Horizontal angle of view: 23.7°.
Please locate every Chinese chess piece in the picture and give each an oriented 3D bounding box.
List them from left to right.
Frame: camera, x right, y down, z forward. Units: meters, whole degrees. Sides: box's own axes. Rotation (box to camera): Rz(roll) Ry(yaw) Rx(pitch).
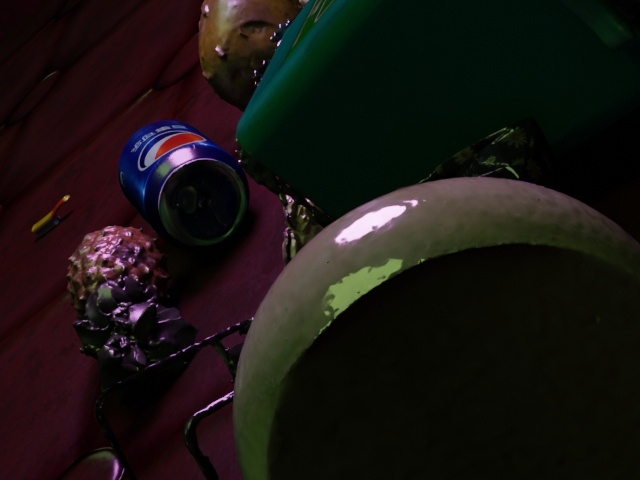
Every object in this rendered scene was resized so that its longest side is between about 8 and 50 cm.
[{"bbox_3d":[0.078,0.088,0.809,0.250,0.250,0.101,-42,24,9],"label":"Chinese chess piece"}]

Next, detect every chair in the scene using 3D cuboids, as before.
[{"bbox_3d":[-0.019,0.119,1.081,0.221,0.145,0.140,-37,23,-29],"label":"chair"}]

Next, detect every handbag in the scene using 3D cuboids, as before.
[{"bbox_3d":[0.107,-0.008,1.075,0.139,0.115,0.072,-18,34,21],"label":"handbag"}]

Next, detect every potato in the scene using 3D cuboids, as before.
[{"bbox_3d":[-0.050,-0.280,1.781,0.141,0.176,0.298,3,52,29],"label":"potato"}]

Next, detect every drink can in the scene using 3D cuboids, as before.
[{"bbox_3d":[-0.149,-0.061,1.660,0.118,0.118,0.205,-47,23,-2],"label":"drink can"}]

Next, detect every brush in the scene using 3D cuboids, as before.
[{"bbox_3d":[-0.374,-0.035,2.142,0.083,0.021,0.019,-41,20,27],"label":"brush"}]

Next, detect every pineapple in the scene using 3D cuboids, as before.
[{"bbox_3d":[-0.195,0.074,1.533,0.237,0.111,0.119,-113,37,-57],"label":"pineapple"}]

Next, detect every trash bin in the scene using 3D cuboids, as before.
[{"bbox_3d":[0.137,-0.164,1.161,0.381,0.295,0.259,-41,19,43],"label":"trash bin"}]

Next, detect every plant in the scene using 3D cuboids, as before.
[{"bbox_3d":[0.000,0.000,1.310,0.117,0.104,0.122,-65,18,-3],"label":"plant"}]

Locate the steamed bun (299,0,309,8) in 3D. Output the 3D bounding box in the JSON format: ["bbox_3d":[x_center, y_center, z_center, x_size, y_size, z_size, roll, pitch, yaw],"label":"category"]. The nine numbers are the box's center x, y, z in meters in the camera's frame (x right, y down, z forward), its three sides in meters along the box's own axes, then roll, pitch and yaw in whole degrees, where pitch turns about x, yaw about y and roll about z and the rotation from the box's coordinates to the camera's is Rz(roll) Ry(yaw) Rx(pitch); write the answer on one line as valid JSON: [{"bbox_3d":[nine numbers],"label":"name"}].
[{"bbox_3d":[0.101,-0.386,1.656,0.290,0.274,0.272,-19,19,42],"label":"steamed bun"}]
